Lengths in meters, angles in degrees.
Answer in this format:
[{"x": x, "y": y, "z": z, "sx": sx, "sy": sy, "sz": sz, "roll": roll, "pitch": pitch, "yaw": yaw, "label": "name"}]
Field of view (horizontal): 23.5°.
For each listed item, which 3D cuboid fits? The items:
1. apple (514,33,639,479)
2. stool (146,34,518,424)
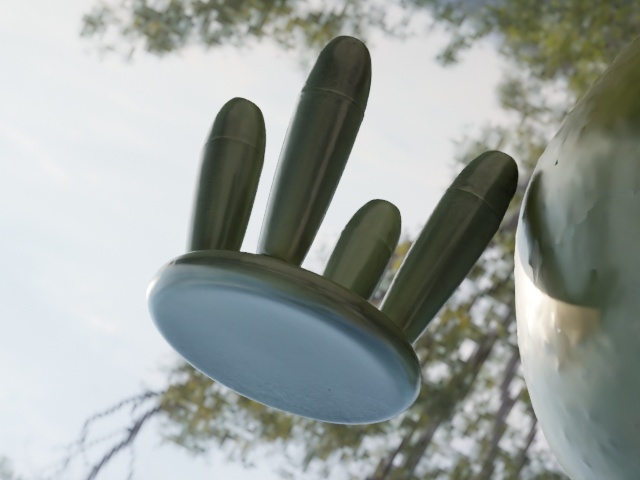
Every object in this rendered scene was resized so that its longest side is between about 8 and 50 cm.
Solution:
[{"x": 0.355, "y": 0.018, "z": 1.035, "sx": 0.474, "sy": 0.473, "sz": 0.473, "roll": 26, "pitch": -168, "yaw": -6, "label": "apple"}, {"x": 0.000, "y": 0.000, "z": 1.075, "sx": 0.195, "sy": 0.198, "sz": 0.195, "roll": 34, "pitch": 148, "yaw": -23, "label": "stool"}]
